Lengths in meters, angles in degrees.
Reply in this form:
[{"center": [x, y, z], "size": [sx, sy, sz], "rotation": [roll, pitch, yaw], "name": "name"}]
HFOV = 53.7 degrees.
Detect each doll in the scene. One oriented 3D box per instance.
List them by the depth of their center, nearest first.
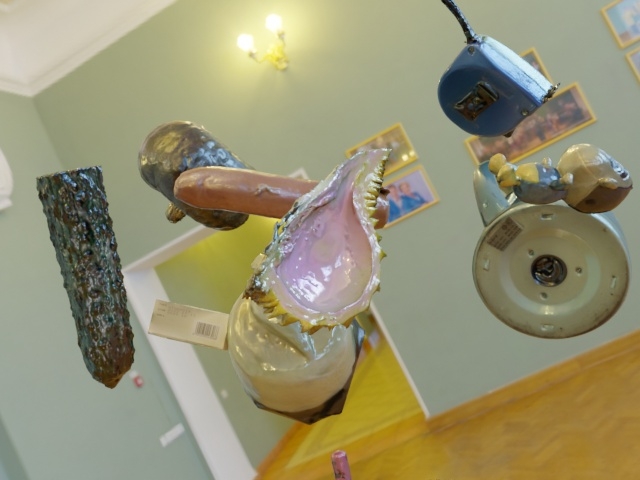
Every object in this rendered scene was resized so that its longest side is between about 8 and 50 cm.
[{"center": [0.311, -0.083, 0.801], "size": [0.179, 0.088, 0.102], "rotation": [11, 24, -3], "name": "doll"}]

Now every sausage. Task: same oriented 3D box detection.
[{"center": [-0.073, -0.084, 1.229], "size": [0.419, 0.094, 0.094], "rotation": [8, -38, -2], "name": "sausage"}]

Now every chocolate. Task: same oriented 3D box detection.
[{"center": [-0.057, 0.236, 1.481], "size": [0.297, 0.326, 0.314], "rotation": [104, -173, -66], "name": "chocolate"}]

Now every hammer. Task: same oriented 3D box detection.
[{"center": [0.048, 0.528, 1.465], "size": [0.043, 0.083, 0.043], "rotation": [-13, 1, 0], "name": "hammer"}]

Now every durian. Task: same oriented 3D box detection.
[{"center": [-0.010, 0.010, 0.917], "size": [0.196, 0.185, 0.305], "rotation": [-22, 31, 54], "name": "durian"}]

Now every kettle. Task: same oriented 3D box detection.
[{"center": [0.411, -0.027, 1.182], "size": [0.247, 0.319, 0.342], "rotation": [-44, -1, 30], "name": "kettle"}]

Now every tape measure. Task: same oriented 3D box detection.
[{"center": [0.311, -0.369, 1.362], "size": [0.098, 0.351, 0.215], "rotation": [-51, 2, -32], "name": "tape measure"}]

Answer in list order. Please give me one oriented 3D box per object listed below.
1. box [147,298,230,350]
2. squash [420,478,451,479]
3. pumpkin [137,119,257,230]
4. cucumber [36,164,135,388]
[{"center": [-0.318, 0.224, 1.664], "size": [0.212, 0.095, 0.168], "rotation": [10, -6, 11], "name": "box"}, {"center": [0.291, 0.736, 1.553], "size": [0.189, 0.189, 0.260], "rotation": [-30, 39, 46], "name": "squash"}, {"center": [-0.325, -0.156, 1.491], "size": [0.232, 0.325, 0.242], "rotation": [26, -86, -51], "name": "pumpkin"}, {"center": [-0.347, 0.068, 0.963], "size": [0.096, 0.359, 0.096], "rotation": [-7, 13, 2], "name": "cucumber"}]
